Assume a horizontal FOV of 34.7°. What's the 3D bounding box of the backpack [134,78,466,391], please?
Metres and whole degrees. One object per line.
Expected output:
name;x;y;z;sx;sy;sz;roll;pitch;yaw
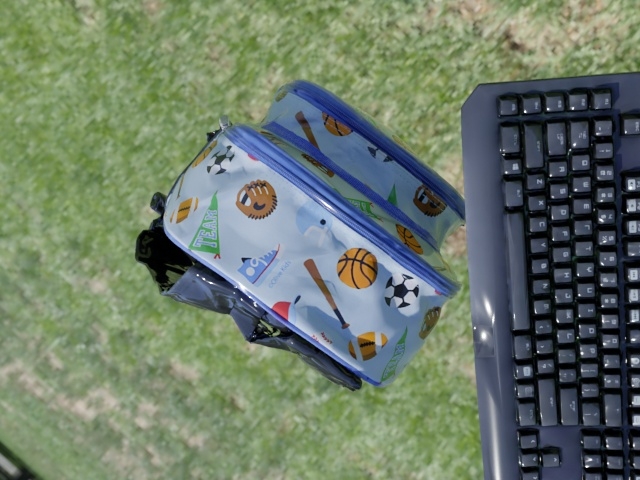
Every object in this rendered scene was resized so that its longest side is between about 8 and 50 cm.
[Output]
backpack;0.000;0.000;0.817;0.276;0.213;0.263;30;-171;-6

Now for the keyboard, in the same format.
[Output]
keyboard;0.193;0.056;0.613;0.202;0.033;0.317;-4;106;9
